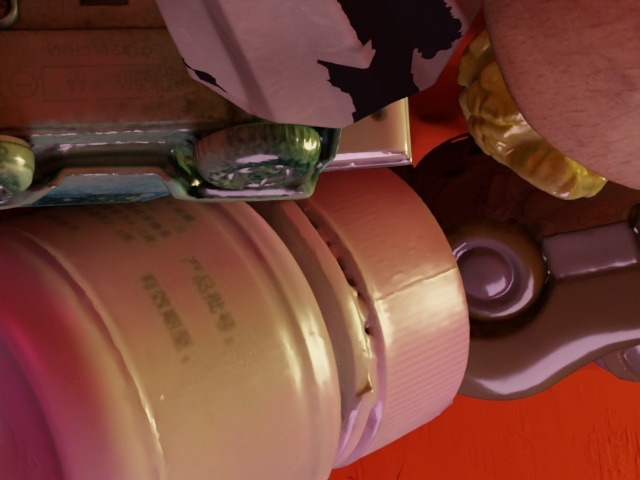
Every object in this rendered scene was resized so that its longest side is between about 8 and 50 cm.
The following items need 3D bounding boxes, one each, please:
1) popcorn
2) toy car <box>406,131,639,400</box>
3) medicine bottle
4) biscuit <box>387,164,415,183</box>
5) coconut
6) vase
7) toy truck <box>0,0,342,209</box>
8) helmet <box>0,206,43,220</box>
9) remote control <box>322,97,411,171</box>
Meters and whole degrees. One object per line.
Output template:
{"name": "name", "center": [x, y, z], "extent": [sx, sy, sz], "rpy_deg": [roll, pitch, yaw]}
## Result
{"name": "popcorn", "center": [0.160, -0.104, 1.124], "extent": [0.135, 0.162, 0.141], "rpy_deg": [28, 139, 1]}
{"name": "toy car", "center": [0.234, 0.020, 1.274], "extent": [0.336, 0.226, 0.242], "rpy_deg": [-13, -156, 24]}
{"name": "medicine bottle", "center": [-0.086, 0.079, 1.123], "extent": [0.325, 0.256, 0.256], "rpy_deg": [-21, 179, -37]}
{"name": "biscuit", "center": [-0.058, -0.031, 1.414], "extent": [0.296, 0.075, 0.296], "rpy_deg": [-12, 171, -2]}
{"name": "coconut", "center": [0.175, -0.128, 0.818], "extent": [0.224, 0.224, 0.224], "rpy_deg": [-6, 168, -1]}
{"name": "vase", "center": [-0.028, -0.164, 0.666], "extent": [0.165, 0.165, 0.360], "rpy_deg": [-9, 164, 11]}
{"name": "toy truck", "center": [-0.129, -0.091, 0.918], "extent": [0.279, 0.155, 0.156], "rpy_deg": [-3, 167, -15]}
{"name": "helmet", "center": [-0.225, -0.030, 1.225], "extent": [0.224, 0.130, 0.198], "rpy_deg": [6, 159, -42]}
{"name": "remote control", "center": [-0.085, -0.088, 1.043], "extent": [0.277, 0.103, 0.055], "rpy_deg": [-4, 173, 6]}
